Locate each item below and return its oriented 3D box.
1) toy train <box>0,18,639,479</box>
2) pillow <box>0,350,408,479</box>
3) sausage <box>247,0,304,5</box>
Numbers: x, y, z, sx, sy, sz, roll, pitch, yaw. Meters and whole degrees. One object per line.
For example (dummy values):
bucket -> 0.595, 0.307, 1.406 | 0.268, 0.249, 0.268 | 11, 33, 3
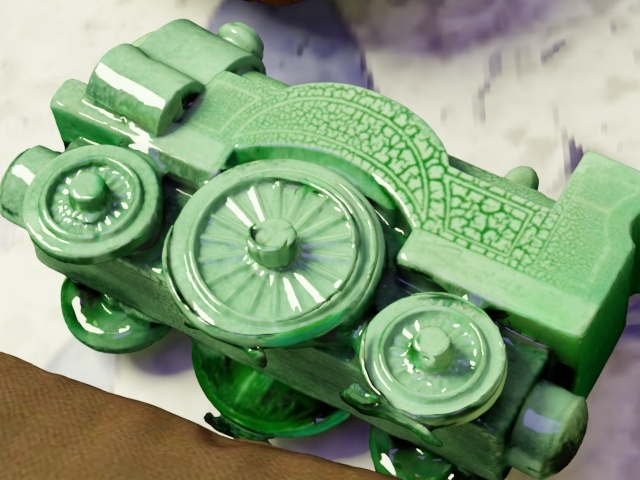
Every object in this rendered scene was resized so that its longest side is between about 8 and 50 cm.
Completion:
toy train -> 0.000, 0.000, 0.512 | 0.178, 0.071, 0.105 | 25, 65, 19
pillow -> -0.123, 0.163, 0.443 | 0.305, 0.108, 0.308 | 19, 74, 14
sausage -> -0.064, -0.168, 0.568 | 0.258, 0.133, 0.133 | 40, 79, 23
